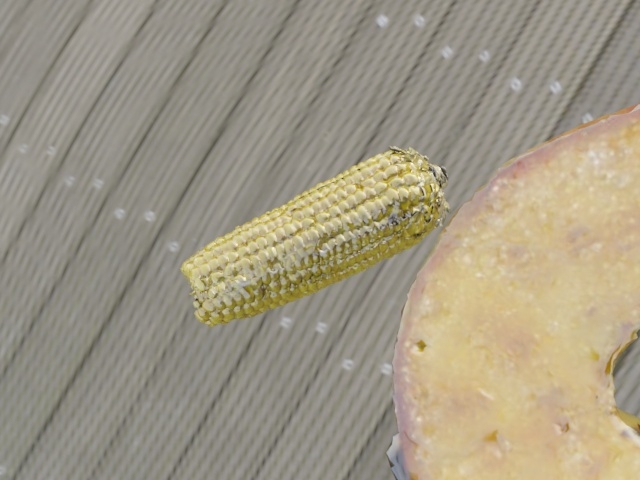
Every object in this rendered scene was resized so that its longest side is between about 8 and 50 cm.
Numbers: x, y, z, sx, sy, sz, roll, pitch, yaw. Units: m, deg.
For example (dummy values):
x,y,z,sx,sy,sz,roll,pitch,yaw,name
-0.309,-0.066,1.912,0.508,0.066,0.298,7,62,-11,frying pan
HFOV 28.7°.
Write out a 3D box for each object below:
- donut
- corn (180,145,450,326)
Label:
x,y,z,sx,sy,sz,roll,pitch,yaw,name
0.258,0.091,0.940,0.377,0.163,0.435,22,96,17,donut
0.000,0.000,1.370,0.317,0.115,0.115,-26,65,-4,corn
